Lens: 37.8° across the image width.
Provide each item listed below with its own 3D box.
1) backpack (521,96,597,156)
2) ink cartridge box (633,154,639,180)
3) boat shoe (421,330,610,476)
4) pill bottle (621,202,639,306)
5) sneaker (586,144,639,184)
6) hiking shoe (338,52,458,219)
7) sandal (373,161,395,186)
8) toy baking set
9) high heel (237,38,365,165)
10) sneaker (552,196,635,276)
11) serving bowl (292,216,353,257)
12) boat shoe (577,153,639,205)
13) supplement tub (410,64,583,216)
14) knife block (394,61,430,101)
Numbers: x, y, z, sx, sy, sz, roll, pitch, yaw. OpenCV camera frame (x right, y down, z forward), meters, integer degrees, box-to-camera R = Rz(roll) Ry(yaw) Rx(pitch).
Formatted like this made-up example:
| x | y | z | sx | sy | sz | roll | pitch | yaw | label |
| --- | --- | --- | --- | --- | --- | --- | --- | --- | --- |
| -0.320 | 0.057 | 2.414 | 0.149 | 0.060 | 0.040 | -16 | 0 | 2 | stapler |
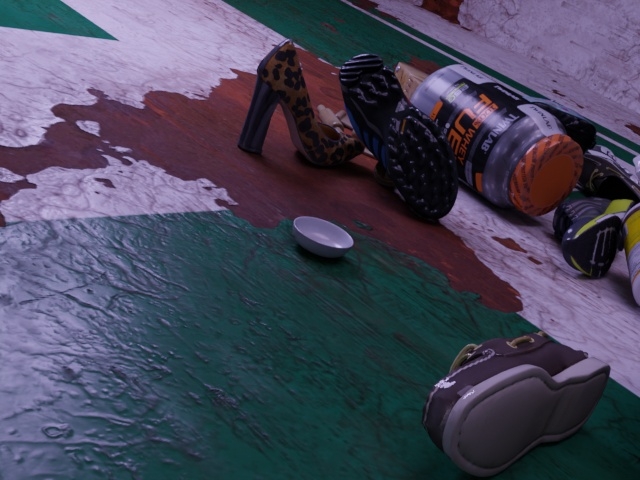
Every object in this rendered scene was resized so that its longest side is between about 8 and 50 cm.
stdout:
| x | y | z | sx | sy | sz | roll | pitch | yaw | label |
| --- | --- | --- | --- | --- | --- | --- | --- | --- | --- |
| 0.465 | -0.220 | 1.991 | 0.188 | 0.166 | 0.144 | 19 | 19 | -17 | backpack |
| 0.775 | -0.139 | 2.107 | 0.143 | 0.092 | 0.090 | 57 | 25 | -5 | ink cartridge box |
| 0.185 | 0.151 | 0.939 | 0.096 | 0.117 | 0.324 | 31 | 19 | 33 | boat shoe |
| 0.550 | 0.039 | 1.486 | 0.117 | 0.117 | 0.215 | 18 | 42 | -8 | pill bottle |
| 0.633 | -0.172 | 2.155 | 0.106 | 0.078 | 0.234 | 15 | 25 | -24 | sneaker |
| 0.133 | -0.165 | 1.550 | 0.304 | 0.113 | 0.132 | 63 | -6 | 13 | hiking shoe |
| 0.140 | -0.130 | 1.647 | 0.072 | 0.049 | 0.180 | 24 | 36 | 16 | sandal |
| 0.097 | -0.197 | 1.775 | 0.196 | 0.030 | 0.256 | 15 | 23 | -18 | toy baking set |
| 0.000 | -0.223 | 1.532 | 0.261 | 0.186 | 0.093 | 3 | 27 | -39 | high heel |
| 0.454 | -0.014 | 1.616 | 0.121 | 0.111 | 0.300 | 13 | 15 | 26 | sneaker |
| 0.000 | 0.000 | 1.226 | 0.083 | 0.027 | 0.083 | 18 | 22 | -8 | serving bowl |
| 0.621 | -0.123 | 2.023 | 0.227 | 0.081 | 0.068 | 37 | 22 | 28 | boat shoe |
| 0.321 | -0.185 | 1.738 | 0.193 | 0.194 | 0.316 | 2 | 28 | -40 | supplement tub |
| 0.298 | -0.297 | 2.123 | 0.242 | 0.088 | 0.276 | 14 | 22 | -20 | knife block |
